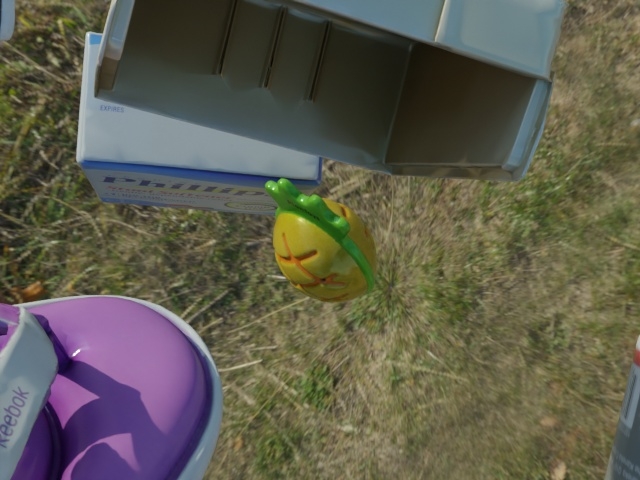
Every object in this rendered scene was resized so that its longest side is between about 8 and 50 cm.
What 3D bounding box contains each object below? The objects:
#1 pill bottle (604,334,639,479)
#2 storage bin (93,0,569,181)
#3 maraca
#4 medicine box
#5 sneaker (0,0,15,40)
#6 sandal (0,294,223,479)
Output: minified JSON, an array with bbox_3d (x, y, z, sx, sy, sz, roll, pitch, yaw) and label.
[{"bbox_3d":[0.239,0.204,0.492,0.161,0.161,0.283,12,94,5],"label":"pill bottle"},{"bbox_3d":[-0.011,-0.131,0.584,0.262,0.260,0.123,14,92,-16],"label":"storage bin"},{"bbox_3d":[0.000,0.000,0.882,0.127,0.186,0.099,26,68,28],"label":"maraca"},{"bbox_3d":[-0.144,-0.127,1.030,0.263,0.289,0.149,4,84,-9],"label":"medicine box"},{"bbox_3d":[-0.450,-0.374,0.986,0.104,0.146,0.296,30,126,41],"label":"sneaker"},{"bbox_3d":[-0.175,0.085,0.294,0.169,0.416,0.102,33,120,23],"label":"sandal"}]
